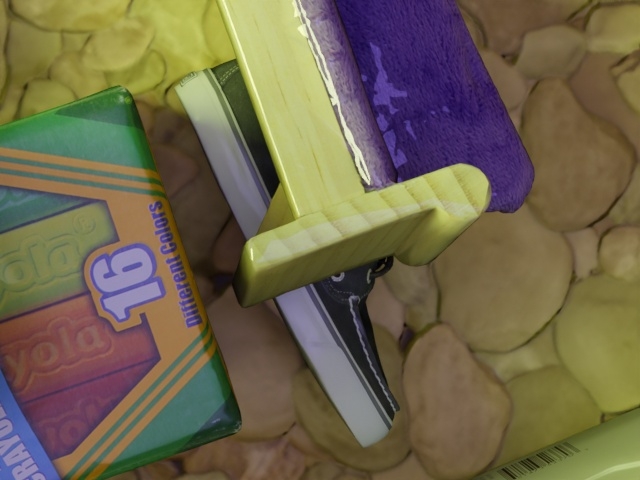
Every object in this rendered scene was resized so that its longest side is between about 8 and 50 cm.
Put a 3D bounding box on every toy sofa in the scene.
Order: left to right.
[{"bbox_3d":[-0.014,-0.161,0.900,0.177,0.150,0.362,-19,83,-8],"label":"toy sofa"}]

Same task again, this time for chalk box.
[{"bbox_3d":[-0.206,0.050,0.914,0.289,0.179,0.180,-20,95,-5],"label":"chalk box"}]

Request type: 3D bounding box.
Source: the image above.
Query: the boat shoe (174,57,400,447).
[{"bbox_3d":[0.000,0.000,0.991,0.076,0.080,0.228,-26,89,-3],"label":"boat shoe"}]

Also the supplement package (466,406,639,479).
[{"bbox_3d":[0.153,0.196,0.952,0.262,0.204,0.145,-22,95,-5],"label":"supplement package"}]
